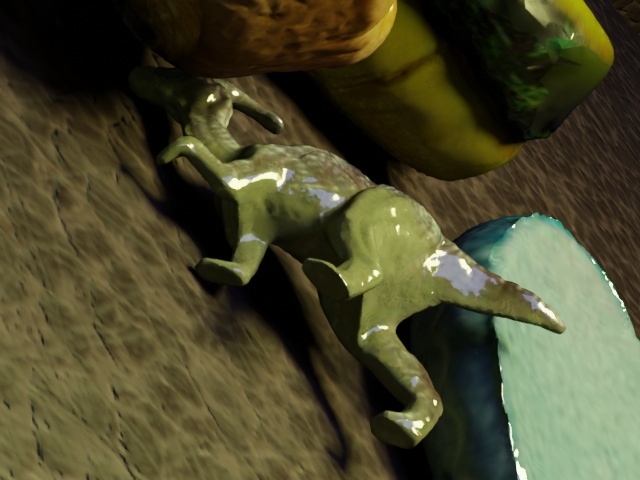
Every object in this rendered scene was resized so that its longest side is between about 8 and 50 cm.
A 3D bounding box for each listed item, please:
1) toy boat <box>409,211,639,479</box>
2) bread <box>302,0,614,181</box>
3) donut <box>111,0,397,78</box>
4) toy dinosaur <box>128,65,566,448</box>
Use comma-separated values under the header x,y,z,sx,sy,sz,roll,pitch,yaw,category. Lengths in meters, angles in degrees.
x,y,z,sx,sy,sz,roll,pitch,yaw,category
0.129,0.136,1.266,0.215,0.123,0.330,27,43,-41,toy boat
0.046,-0.213,1.471,0.376,0.208,0.251,45,10,-28,bread
-0.055,-0.230,1.146,0.317,0.150,0.299,121,-51,-69,donut
0.003,-0.006,1.152,0.294,0.077,0.162,43,34,-3,toy dinosaur
